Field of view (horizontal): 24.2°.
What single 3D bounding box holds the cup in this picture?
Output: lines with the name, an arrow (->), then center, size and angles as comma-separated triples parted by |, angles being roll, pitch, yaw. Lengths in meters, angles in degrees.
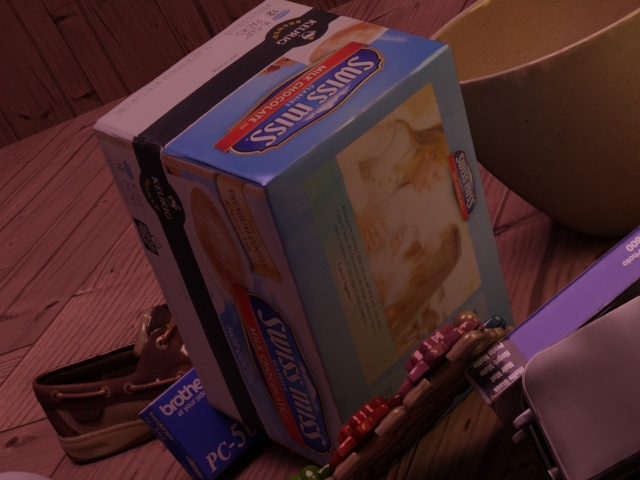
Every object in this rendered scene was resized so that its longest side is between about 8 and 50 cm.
cup -> 0.290, -0.145, 1.528 | 0.331, 0.237, 0.331 | -26, 20, 10

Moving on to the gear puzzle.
gear puzzle -> 0.020, 0.179, 1.214 | 0.339, 0.044, 0.175 | -47, -15, 13

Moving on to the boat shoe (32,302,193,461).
boat shoe -> -0.160, 0.128, 1.632 | 0.342, 0.123, 0.123 | -22, 20, 19

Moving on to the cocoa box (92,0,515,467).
cocoa box -> 0.000, 0.000, 1.335 | 0.231, 0.347, 0.228 | -39, 40, -28

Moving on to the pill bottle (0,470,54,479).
pill bottle -> -0.272, 0.318, 1.275 | 0.146, 0.146, 0.264 | -27, 20, 5

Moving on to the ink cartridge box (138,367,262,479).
ink cartridge box -> -0.073, 0.144, 1.503 | 0.207, 0.097, 0.046 | -40, 0, -29

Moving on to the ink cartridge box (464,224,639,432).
ink cartridge box -> 0.213, 0.056, 1.174 | 0.223, 0.045, 0.224 | -40, -17, 0

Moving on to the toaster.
toaster -> 0.230, 0.113, 1.060 | 0.186, 0.110, 0.168 | -29, -17, -1
